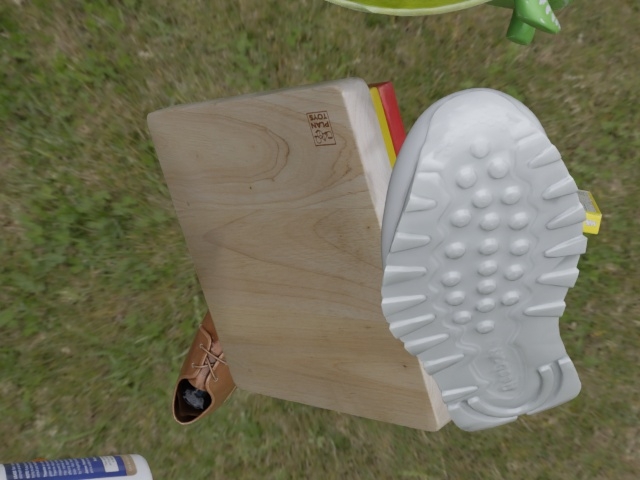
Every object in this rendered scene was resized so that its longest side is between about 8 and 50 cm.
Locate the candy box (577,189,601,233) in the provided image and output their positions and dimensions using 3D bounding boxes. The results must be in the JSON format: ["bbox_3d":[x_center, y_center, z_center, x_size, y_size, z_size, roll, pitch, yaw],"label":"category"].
[{"bbox_3d":[0.263,-0.043,1.210,0.105,0.206,0.027,9,101,10],"label":"candy box"}]

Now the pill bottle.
[{"bbox_3d":[-0.156,0.157,0.586,0.120,0.067,0.067,0,90,-23],"label":"pill bottle"}]

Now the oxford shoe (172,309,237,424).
[{"bbox_3d":[-0.097,0.112,1.058,0.076,0.076,0.212,30,126,8],"label":"oxford shoe"}]

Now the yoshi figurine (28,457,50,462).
[{"bbox_3d":[-0.325,0.371,1.149,0.203,0.362,0.203,5,106,-28],"label":"yoshi figurine"}]

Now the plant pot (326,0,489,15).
[{"bbox_3d":[0.058,-0.317,0.710,0.275,0.293,0.274,1,113,2],"label":"plant pot"}]

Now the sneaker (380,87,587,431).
[{"bbox_3d":[0.068,0.003,0.492,0.090,0.235,0.094,-13,55,2],"label":"sneaker"}]

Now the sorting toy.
[{"bbox_3d":[0.000,0.000,0.829,0.089,0.257,0.255,-27,107,-35],"label":"sorting toy"}]

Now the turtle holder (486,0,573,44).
[{"bbox_3d":[0.150,-0.341,1.017,0.243,0.320,0.227,22,96,28],"label":"turtle holder"}]
